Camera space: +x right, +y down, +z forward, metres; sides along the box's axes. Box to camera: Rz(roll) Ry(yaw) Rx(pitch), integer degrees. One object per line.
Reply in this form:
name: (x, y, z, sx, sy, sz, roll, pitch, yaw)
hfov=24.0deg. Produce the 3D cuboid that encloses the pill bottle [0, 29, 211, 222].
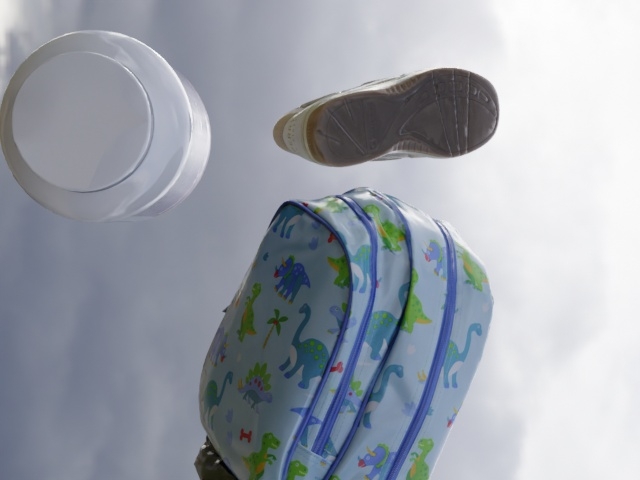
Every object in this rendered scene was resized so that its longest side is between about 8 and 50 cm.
pill bottle: (-0.208, -0.108, 1.482, 0.323, 0.181, 0.182, -66, 153, -89)

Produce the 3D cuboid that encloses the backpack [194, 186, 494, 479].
backpack: (0.019, 0.127, 1.458, 0.355, 0.273, 0.290, -51, -152, 4)

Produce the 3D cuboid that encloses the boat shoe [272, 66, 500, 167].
boat shoe: (0.083, -0.143, 1.764, 0.098, 0.302, 0.109, 8, -73, 51)
